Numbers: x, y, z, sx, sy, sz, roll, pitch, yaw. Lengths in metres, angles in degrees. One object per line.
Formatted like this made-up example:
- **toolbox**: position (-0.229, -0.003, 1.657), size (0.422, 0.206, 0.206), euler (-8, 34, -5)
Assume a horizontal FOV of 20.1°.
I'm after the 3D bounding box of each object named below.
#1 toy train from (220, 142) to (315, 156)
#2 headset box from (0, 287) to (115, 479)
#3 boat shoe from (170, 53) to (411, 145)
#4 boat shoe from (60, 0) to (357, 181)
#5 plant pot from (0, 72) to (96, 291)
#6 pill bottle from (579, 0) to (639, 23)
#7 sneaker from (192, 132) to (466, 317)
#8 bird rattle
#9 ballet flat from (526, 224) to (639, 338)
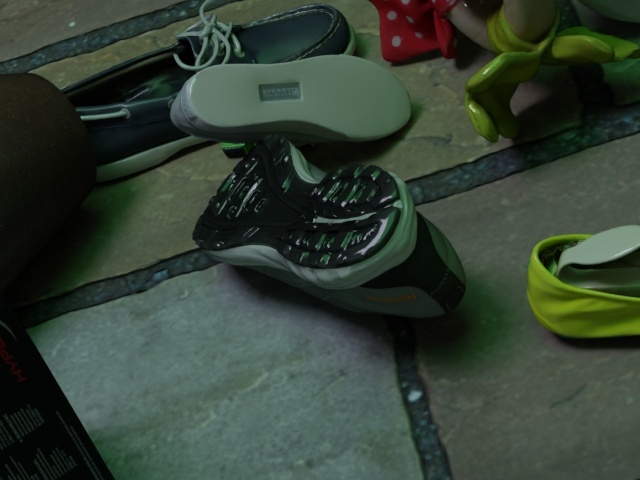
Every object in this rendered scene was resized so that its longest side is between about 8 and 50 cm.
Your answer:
- **toy train**: position (-0.039, -0.079, 1.398), size (0.083, 0.017, 0.023), euler (-4, 53, 21)
- **headset box**: position (-0.294, 0.154, 1.106), size (0.293, 0.218, 0.110), euler (-33, 39, -10)
- **boat shoe**: position (-0.023, -0.097, 1.346), size (0.184, 0.066, 0.063), euler (-8, -6, -27)
- **boat shoe**: position (-0.096, -0.134, 1.436), size (0.255, 0.079, 0.095), euler (-22, 39, 2)
- **plant pot**: position (-0.288, -0.030, 1.343), size (0.230, 0.215, 0.215), euler (-31, 38, -33)
- **pill bottle**: position (0.235, -0.325, 1.415), size (0.176, 0.176, 0.318), euler (-18, 40, 7)
- **sneaker**: position (0.000, 0.000, 1.242), size (0.100, 0.108, 0.271), euler (-54, 30, -8)
- **bird rattle**: position (0.116, -0.200, 1.318), size (0.143, 0.207, 0.253), euler (-26, 44, -9)
- **ballet flat**: position (0.236, 0.020, 1.109), size (0.231, 0.077, 0.077), euler (-3, 43, 22)
